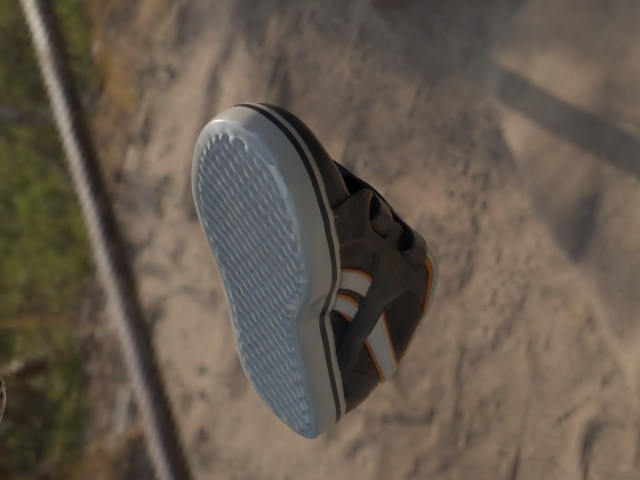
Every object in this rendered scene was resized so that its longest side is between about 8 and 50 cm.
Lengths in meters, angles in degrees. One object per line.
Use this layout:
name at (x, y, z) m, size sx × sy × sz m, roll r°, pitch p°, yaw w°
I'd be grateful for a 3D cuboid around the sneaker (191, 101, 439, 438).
sneaker at (0.000, 0.000, 1.261) m, size 0.126 × 0.127 × 0.321 m, roll 41°, pitch 156°, yaw 28°

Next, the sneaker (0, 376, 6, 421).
sneaker at (-0.232, 0.177, 0.988) m, size 0.281 × 0.106 × 0.163 m, roll -36°, pitch 62°, yaw 51°
